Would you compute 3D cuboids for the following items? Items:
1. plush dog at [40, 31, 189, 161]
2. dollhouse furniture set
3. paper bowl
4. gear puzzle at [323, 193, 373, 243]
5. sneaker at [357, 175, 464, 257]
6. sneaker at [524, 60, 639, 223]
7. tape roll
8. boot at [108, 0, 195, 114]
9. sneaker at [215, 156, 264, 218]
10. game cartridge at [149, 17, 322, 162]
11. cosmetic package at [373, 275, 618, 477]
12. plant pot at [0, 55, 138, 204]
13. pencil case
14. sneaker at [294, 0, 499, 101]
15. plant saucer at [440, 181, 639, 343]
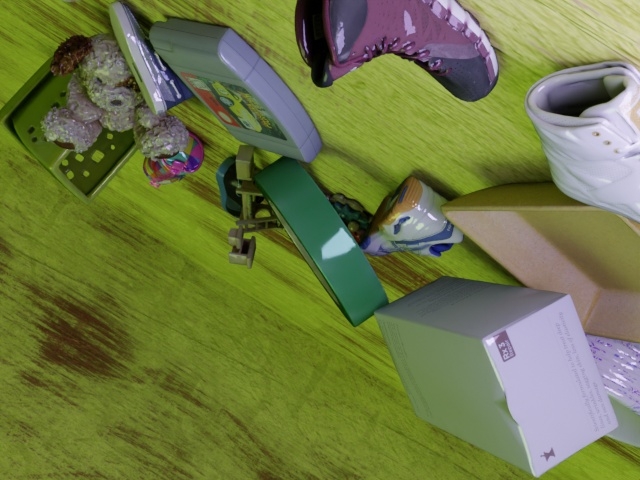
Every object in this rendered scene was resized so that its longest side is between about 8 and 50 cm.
[{"bbox_3d":[-0.350,-0.278,1.569,0.262,0.211,0.225,6,155,-12],"label":"plush dog"},{"bbox_3d":[-0.117,-0.060,1.718,0.101,0.161,0.182,7,144,4],"label":"dollhouse furniture set"},{"bbox_3d":[0.469,0.213,1.462,0.284,0.148,0.284,31,166,8],"label":"paper bowl"},{"bbox_3d":[-0.004,-0.045,1.811,0.339,0.044,0.175,16,159,50],"label":"gear puzzle"},{"bbox_3d":[0.149,-0.010,1.468,0.131,0.112,0.296,28,169,-5],"label":"sneaker"},{"bbox_3d":[0.326,-0.078,0.842,0.292,0.108,0.169,21,164,40],"label":"sneaker"},{"bbox_3d":[0.000,0.000,1.571,0.321,0.077,0.321,56,177,5],"label":"tape roll"},{"bbox_3d":[-0.270,-0.307,1.452,0.069,0.086,0.190,23,138,62],"label":"boot"},{"bbox_3d":[-0.159,-0.092,1.911,0.090,0.081,0.232,35,167,17],"label":"sneaker"},{"bbox_3d":[-0.122,-0.230,1.413,0.196,0.060,0.294,16,159,38],"label":"game cartridge"},{"bbox_3d":[0.250,0.188,1.367,0.217,0.156,0.385,68,162,-11],"label":"cosmetic package"},{"bbox_3d":[-0.534,-0.247,1.915,0.207,0.227,0.228,35,168,16],"label":"plant pot"},{"bbox_3d":[-0.323,-0.175,1.946,0.104,0.104,0.236,35,165,-14],"label":"pencil case"},{"bbox_3d":[0.061,-0.194,0.894,0.106,0.163,0.281,15,158,51],"label":"sneaker"},{"bbox_3d":[0.369,0.022,1.155,0.332,0.081,0.333,37,165,-24],"label":"plant saucer"}]
